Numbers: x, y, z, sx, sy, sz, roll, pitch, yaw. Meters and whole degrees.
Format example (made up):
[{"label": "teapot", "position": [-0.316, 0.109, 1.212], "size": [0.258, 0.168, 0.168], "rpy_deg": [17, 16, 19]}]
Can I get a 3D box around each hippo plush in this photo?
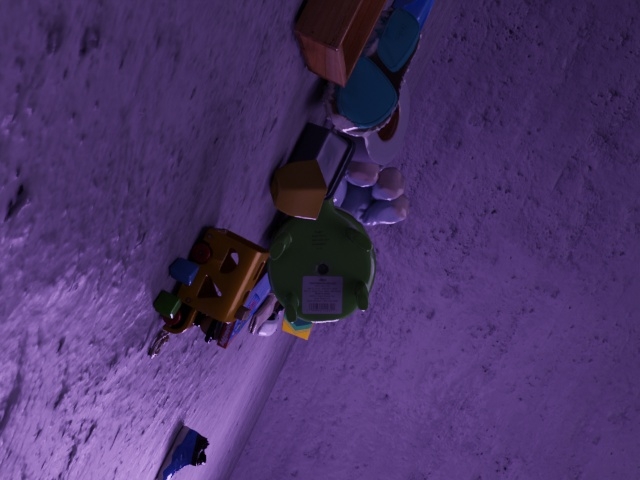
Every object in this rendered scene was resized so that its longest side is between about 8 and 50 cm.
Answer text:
[{"label": "hippo plush", "position": [0.120, -0.149, 1.895], "size": [0.236, 0.235, 0.294], "rpy_deg": [-74, 165, -47]}]

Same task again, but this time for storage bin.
[{"label": "storage bin", "position": [-0.009, -0.163, 1.439], "size": [0.091, 0.098, 0.135], "rpy_deg": [33, 83, -57]}]

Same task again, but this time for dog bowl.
[{"label": "dog bowl", "position": [0.192, -0.505, 1.770], "size": [0.297, 0.074, 0.166], "rpy_deg": [-63, 175, -14]}]

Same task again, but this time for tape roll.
[{"label": "tape roll", "position": [0.121, -0.282, 1.654], "size": [0.219, 0.072, 0.219], "rpy_deg": [-26, 122, -52]}]

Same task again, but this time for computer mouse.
[{"label": "computer mouse", "position": [-0.149, 0.257, 2.268], "size": [0.106, 0.042, 0.193], "rpy_deg": [-64, 175, 12]}]

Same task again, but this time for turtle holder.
[{"label": "turtle holder", "position": [-0.014, 0.014, 1.632], "size": [0.243, 0.320, 0.227], "rpy_deg": [-28, -166, 6]}]

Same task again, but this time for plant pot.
[{"label": "plant pot", "position": [-0.045, -0.093, 1.339], "size": [0.081, 0.083, 0.081], "rpy_deg": [110, -29, -44]}]

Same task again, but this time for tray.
[{"label": "tray", "position": [0.090, -0.446, 1.075], "size": [0.410, 0.076, 0.203], "rpy_deg": [-63, 175, 0]}]

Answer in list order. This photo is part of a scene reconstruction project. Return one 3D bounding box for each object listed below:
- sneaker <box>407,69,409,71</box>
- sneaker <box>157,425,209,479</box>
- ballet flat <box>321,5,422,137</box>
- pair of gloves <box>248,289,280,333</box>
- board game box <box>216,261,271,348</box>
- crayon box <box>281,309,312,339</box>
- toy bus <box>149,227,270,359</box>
[{"label": "sneaker", "position": [0.185, -0.430, 2.056], "size": [0.188, 0.071, 0.066], "rpy_deg": [-63, 175, -12]}, {"label": "sneaker", "position": [-0.310, 0.510, 1.691], "size": [0.152, 0.085, 0.058], "rpy_deg": [-63, 175, -1]}, {"label": "ballet flat", "position": [0.091, -0.315, 1.458], "size": [0.409, 0.147, 0.147], "rpy_deg": [-58, 172, -41]}, {"label": "pair of gloves", "position": [-0.112, 0.122, 1.988], "size": [0.240, 0.042, 0.204], "rpy_deg": [-68, 173, 30]}, {"label": "board game box", "position": [-0.151, 0.119, 1.678], "size": [0.281, 0.027, 0.145], "rpy_deg": [-54, 167, -62]}, {"label": "crayon box", "position": [-0.010, 0.104, 2.390], "size": [0.313, 0.106, 0.362], "rpy_deg": [101, 10, -66]}, {"label": "toy bus", "position": [-0.151, 0.080, 1.075], "size": [0.191, 0.104, 0.202], "rpy_deg": [-59, 172, -40]}]
